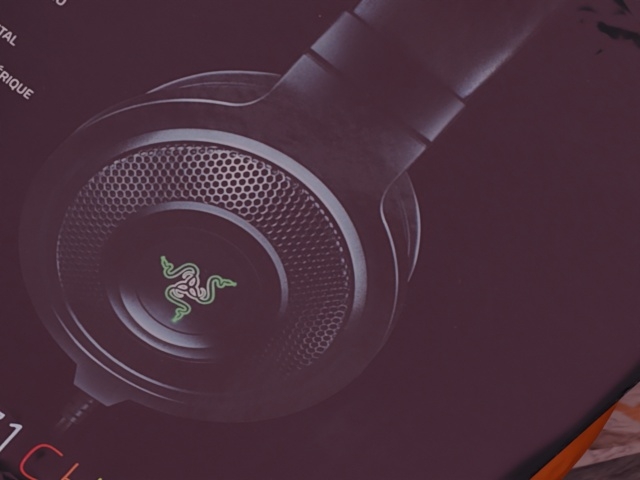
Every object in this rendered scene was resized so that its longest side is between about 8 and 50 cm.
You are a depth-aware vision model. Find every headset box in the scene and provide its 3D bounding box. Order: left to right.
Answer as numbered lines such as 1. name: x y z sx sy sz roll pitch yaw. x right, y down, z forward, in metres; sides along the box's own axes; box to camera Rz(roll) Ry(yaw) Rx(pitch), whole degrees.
1. headset box: -0.006 -0.050 0.561 0.246 0.131 0.283 37 114 -18

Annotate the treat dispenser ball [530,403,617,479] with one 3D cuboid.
1. treat dispenser ball: 0.000 0.000 0.829 0.288 0.288 0.288 -5 150 -3
